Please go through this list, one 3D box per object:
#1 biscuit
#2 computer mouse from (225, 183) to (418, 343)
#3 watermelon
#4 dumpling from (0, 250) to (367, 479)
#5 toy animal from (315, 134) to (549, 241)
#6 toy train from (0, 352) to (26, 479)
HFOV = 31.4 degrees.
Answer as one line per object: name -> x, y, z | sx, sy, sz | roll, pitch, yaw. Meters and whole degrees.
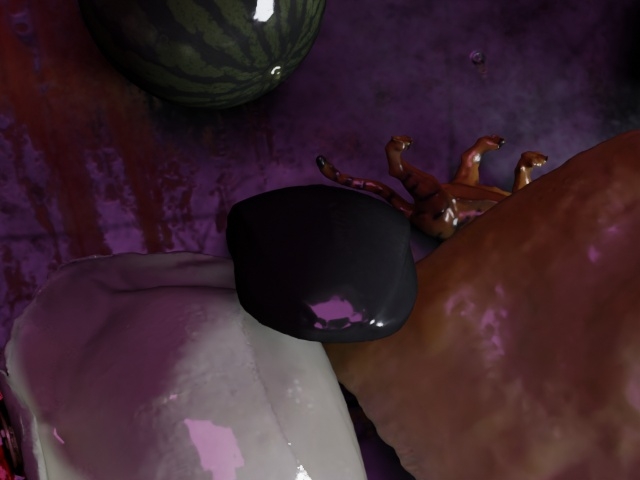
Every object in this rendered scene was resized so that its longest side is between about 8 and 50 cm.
biscuit -> 0.268, 0.131, 0.838 | 0.446, 0.104, 0.429 | -36, 70, 12
computer mouse -> 0.000, 0.000, 0.861 | 0.137, 0.270, 0.086 | 4, 102, -7
watermelon -> -0.096, -0.212, 0.937 | 0.212, 0.212, 0.212 | 3, 74, -9
dumpling -> -0.099, 0.148, 0.826 | 0.260, 0.181, 0.341 | 4, 72, -32
toy animal -> 0.117, -0.031, 0.992 | 0.255, 0.114, 0.116 | 16, 109, -1
toy train -> -0.244, 0.185, 0.842 | 0.082, 0.131, 0.204 | -14, 88, -18
